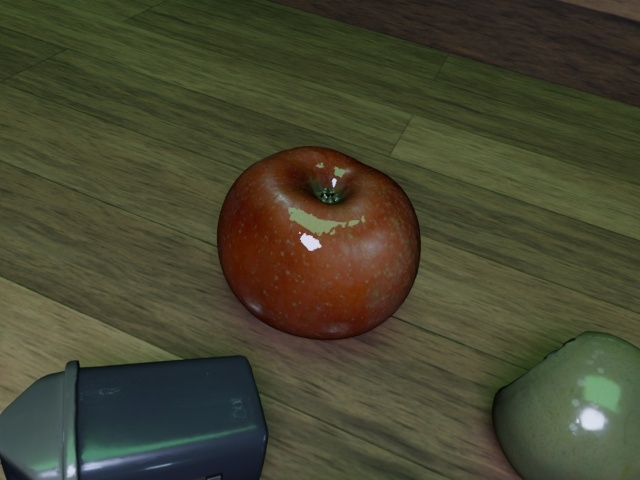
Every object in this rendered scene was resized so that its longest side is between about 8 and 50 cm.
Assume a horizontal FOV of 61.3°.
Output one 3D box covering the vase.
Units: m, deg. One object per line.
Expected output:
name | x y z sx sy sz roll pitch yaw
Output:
vase | 0.423 0.289 0.761 0.329 0.241 0.302 -2 50 -51

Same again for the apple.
apple | 0.000 0.000 0.918 0.348 0.277 0.349 5 43 -4

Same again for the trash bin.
trash bin | -0.223 0.252 0.666 0.290 0.210 0.182 -3 42 -22
